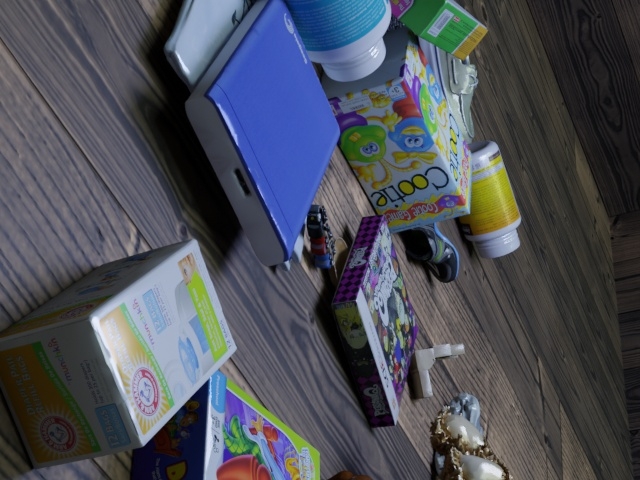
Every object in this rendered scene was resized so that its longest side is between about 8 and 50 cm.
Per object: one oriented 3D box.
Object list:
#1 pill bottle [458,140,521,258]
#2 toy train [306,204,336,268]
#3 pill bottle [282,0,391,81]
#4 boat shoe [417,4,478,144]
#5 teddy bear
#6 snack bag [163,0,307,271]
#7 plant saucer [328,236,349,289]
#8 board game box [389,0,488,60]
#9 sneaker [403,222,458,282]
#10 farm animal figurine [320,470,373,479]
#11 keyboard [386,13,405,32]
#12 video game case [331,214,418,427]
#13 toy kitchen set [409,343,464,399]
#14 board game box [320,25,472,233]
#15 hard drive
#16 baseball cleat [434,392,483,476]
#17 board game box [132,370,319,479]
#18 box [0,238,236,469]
[{"bbox_3d":[0.319,-0.078,2.261,0.117,0.117,0.215,-51,123,-64],"label":"pill bottle"},{"bbox_3d":[0.000,0.000,1.478,0.158,0.027,0.036,75,21,-65],"label":"toy train"},{"bbox_3d":[0.005,-0.333,1.513,0.264,0.146,0.146,63,24,-45],"label":"pill bottle"},{"bbox_3d":[0.266,-0.329,2.322,0.109,0.094,0.302,-5,81,-69],"label":"boat shoe"},{"bbox_3d":[0.212,0.370,1.474,0.245,0.113,0.338,60,-3,47],"label":"teddy bear"},{"bbox_3d":[-0.089,-0.185,1.428,0.323,0.037,0.342,-82,150,-46],"label":"snack bag"},{"bbox_3d":[0.026,0.038,1.588,0.083,0.015,0.083,-9,90,-73],"label":"plant saucer"},{"bbox_3d":[0.092,-0.410,1.755,0.316,0.064,0.242,44,15,17],"label":"board game box"},{"bbox_3d":[0.175,0.011,1.941,0.188,0.067,0.078,57,49,-43],"label":"sneaker"},{"bbox_3d":[0.106,0.429,1.326,0.327,0.172,0.330,43,38,-55],"label":"farm animal figurine"},{"bbox_3d":[0.143,-0.434,2.186,0.108,0.023,0.180,51,33,-48],"label":"keyboard"},{"bbox_3d":[0.081,0.109,1.627,0.232,0.042,0.210,-67,145,-57],"label":"video game case"},{"bbox_3d":[0.177,0.204,1.803,0.068,0.083,0.075,143,-62,-68],"label":"toy kitchen set"},{"bbox_3d":[0.121,-0.166,1.790,0.275,0.144,0.142,58,28,-36],"label":"board game box"},{"bbox_3d":[-0.057,-0.140,1.368,0.318,0.040,0.210,-70,140,-57],"label":"hard drive"},{"bbox_3d":[0.231,0.335,1.842,0.206,0.072,0.109,-63,141,-55],"label":"baseball cleat"},{"bbox_3d":[-0.083,0.320,1.055,0.233,0.078,0.347,48,34,-50],"label":"board game box"},{"bbox_3d":[-0.167,0.089,0.962,0.114,0.103,0.203,71,22,-10],"label":"box"}]
